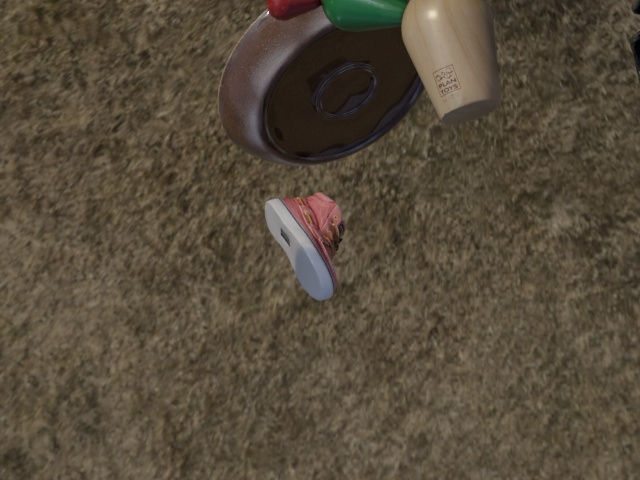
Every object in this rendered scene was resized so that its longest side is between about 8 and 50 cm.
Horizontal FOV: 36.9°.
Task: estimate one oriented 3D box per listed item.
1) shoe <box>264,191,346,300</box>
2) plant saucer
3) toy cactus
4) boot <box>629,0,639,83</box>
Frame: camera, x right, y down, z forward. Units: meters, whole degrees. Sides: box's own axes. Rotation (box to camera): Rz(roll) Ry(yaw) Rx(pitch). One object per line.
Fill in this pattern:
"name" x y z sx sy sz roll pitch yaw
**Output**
"shoe" 0.000 0.000 1.164 0.081 0.178 0.063 -14 130 -19
"plant saucer" 0.025 -0.198 1.193 0.310 0.050 0.310 -22 147 -15
"toy cactus" 0.058 -0.156 0.519 0.219 0.112 0.180 -19 78 22
"boot" 0.317 -0.192 0.679 0.161 0.083 0.246 -2 144 1
